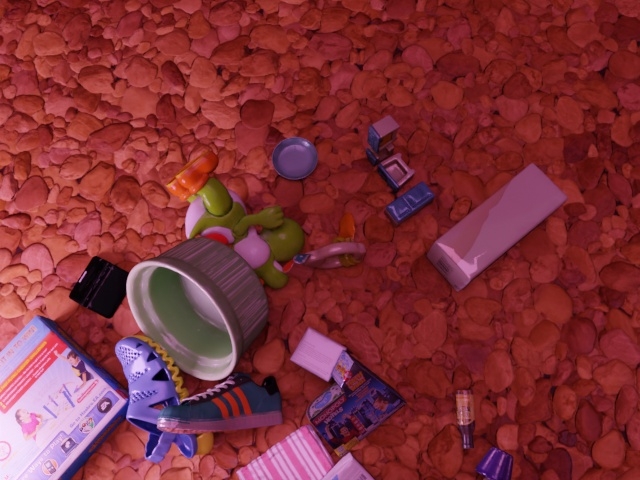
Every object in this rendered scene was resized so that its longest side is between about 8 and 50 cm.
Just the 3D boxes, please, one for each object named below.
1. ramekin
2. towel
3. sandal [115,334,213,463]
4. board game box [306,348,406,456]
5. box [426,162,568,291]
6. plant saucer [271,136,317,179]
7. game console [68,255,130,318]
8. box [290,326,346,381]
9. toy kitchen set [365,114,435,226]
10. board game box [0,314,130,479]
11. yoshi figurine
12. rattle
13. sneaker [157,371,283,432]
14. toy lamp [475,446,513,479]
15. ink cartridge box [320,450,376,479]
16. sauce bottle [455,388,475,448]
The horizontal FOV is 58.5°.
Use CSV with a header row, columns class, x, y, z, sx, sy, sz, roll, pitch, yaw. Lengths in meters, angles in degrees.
class,x,y,z,sx,sy,sz,roll,pitch,yaw
ramekin,-0.260,0.140,1.254,0.303,0.303,0.148,36,43,11
towel,-0.069,0.524,1.280,0.197,0.029,0.144,-33,79,-7
sandal,-0.365,0.353,1.253,0.138,0.126,0.317,-25,75,-44
board game box,0.064,0.343,1.251,0.194,0.060,0.194,-36,119,-8
box,0.416,-0.029,1.363,0.311,0.148,0.121,-38,76,-10
plant saucer,-0.066,-0.211,1.488,0.119,0.021,0.119,0,74,2
game console,-0.541,0.115,1.414,0.107,0.071,0.122,17,72,37
box,-0.002,0.263,1.312,0.101,0.102,0.087,28,80,9
toy kitchen set,0.177,-0.167,1.395,0.122,0.166,0.207,-35,76,-8
board game box,-0.636,0.386,1.301,0.302,0.086,0.308,39,79,11
yoshi figurine,-0.173,-0.055,1.352,0.203,0.203,0.362,-33,107,23
rattle,0.000,0.000,1.359,0.200,0.130,0.143,-3,85,-17
sneaker,-0.212,0.347,1.230,0.108,0.302,0.121,-23,66,41
toy lamp,0.339,0.581,1.228,0.080,0.080,0.274,26,79,8
ink cartridge box,0.091,0.564,1.236,0.104,0.060,0.180,-43,90,-10
sauce bottle,0.331,0.403,1.295,0.042,0.042,0.128,-2,73,1
